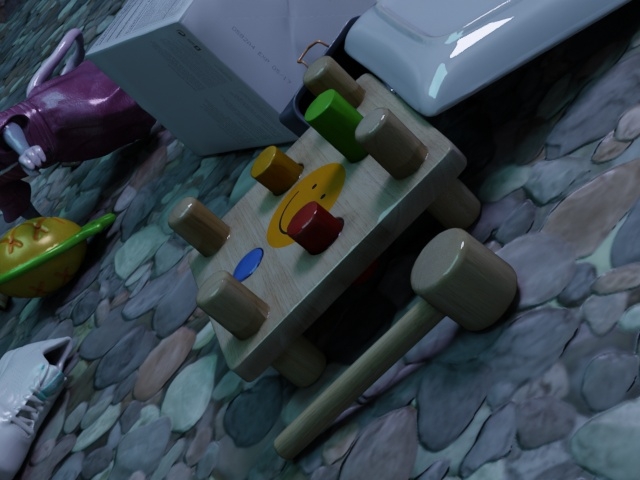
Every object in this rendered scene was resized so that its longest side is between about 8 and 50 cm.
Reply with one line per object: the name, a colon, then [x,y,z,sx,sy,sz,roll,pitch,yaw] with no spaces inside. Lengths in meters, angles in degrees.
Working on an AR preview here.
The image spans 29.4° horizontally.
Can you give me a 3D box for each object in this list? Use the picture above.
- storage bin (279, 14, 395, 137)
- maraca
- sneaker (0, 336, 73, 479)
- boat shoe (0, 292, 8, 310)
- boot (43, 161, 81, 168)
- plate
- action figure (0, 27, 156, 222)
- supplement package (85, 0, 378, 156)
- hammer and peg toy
storage bin: [0.012,-0.160,1.278,0.135,0.098,0.091,-56,16,-17]
maraca: [-0.353,0.012,1.606,0.186,0.099,0.127,-30,13,-11]
sneaker: [-0.327,0.177,1.358,0.094,0.080,0.212,-26,30,18]
boat shoe: [-0.476,0.068,1.769,0.045,0.050,0.135,-58,26,-8]
boot: [-0.423,-0.137,1.997,0.106,0.037,0.114,-43,30,8]
plate: [0.163,-0.229,1.096,0.277,0.045,0.278,-32,25,-1]
action figure: [-0.402,-0.155,1.676,0.370,0.275,0.248,-29,-20,-31]
supplement package: [-0.103,-0.242,1.440,0.263,0.199,0.198,-1,51,58]
hammer and peg toy: [0.000,0.000,1.015,0.266,0.127,0.361,-45,25,7]
